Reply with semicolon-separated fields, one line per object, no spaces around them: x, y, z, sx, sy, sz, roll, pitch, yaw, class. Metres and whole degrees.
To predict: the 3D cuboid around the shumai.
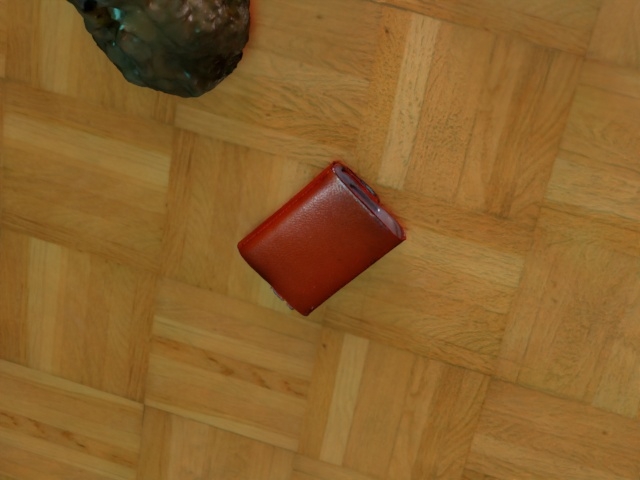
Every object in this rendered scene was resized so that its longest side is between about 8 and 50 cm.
-0.218;-0.269;1.646;0.222;0.203;0.272;-15;118;27;shumai

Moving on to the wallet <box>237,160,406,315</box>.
0.000;0.000;1.831;0.142;0.045;0.204;45;123;-9;wallet
